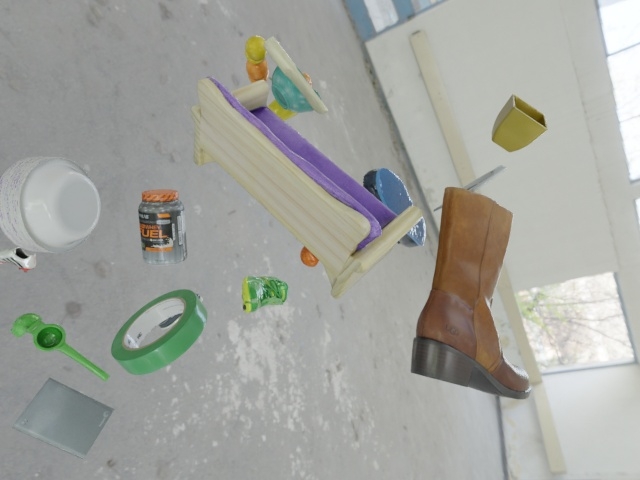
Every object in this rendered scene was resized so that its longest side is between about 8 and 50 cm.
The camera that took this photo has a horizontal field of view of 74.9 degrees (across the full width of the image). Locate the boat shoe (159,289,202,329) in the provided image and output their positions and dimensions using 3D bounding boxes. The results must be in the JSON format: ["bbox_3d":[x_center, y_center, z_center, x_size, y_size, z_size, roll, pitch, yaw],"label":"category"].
[{"bbox_3d":[-0.625,0.301,1.816,0.079,0.254,0.095,46,25,-25],"label":"boat shoe"}]

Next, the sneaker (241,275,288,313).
[{"bbox_3d":[-0.172,0.160,1.335,0.295,0.123,0.110,-25,113,-80],"label":"sneaker"}]

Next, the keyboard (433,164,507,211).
[{"bbox_3d":[0.283,-0.094,0.821,0.014,0.072,0.256,49,-2,3],"label":"keyboard"}]

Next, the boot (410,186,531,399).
[{"bbox_3d":[0.255,0.087,0.651,0.264,0.096,0.281,22,74,-25],"label":"boot"}]

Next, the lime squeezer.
[{"bbox_3d":[-0.577,0.212,0.871,0.059,0.310,0.110,-42,141,-54],"label":"lime squeezer"}]

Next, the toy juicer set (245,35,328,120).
[{"bbox_3d":[-0.080,-0.384,0.958,0.209,0.089,0.329,56,-12,-22],"label":"toy juicer set"}]

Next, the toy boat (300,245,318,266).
[{"bbox_3d":[0.000,0.000,1.008,0.231,0.151,0.151,35,26,20],"label":"toy boat"}]

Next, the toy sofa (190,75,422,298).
[{"bbox_3d":[-0.028,-0.106,0.641,0.362,0.177,0.150,43,54,15],"label":"toy sofa"}]

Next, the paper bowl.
[{"bbox_3d":[-0.777,-0.104,1.239,0.284,0.148,0.284,3,90,-79],"label":"paper bowl"}]

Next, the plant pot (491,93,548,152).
[{"bbox_3d":[0.396,-0.230,0.850,0.081,0.083,0.081,32,41,-3],"label":"plant pot"}]

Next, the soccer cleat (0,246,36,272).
[{"bbox_3d":[-0.507,0.023,0.682,0.083,0.036,0.029,21,18,-7],"label":"soccer cleat"}]

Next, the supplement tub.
[{"bbox_3d":[-0.422,-0.037,1.118,0.117,0.117,0.191,-35,128,-65],"label":"supplement tub"}]

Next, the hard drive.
[{"bbox_3d":[-0.475,0.332,0.779,0.135,0.022,0.094,35,50,-16],"label":"hard drive"}]

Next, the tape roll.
[{"bbox_3d":[-0.545,0.303,1.421,0.321,0.321,0.077,-73,143,-52],"label":"tape roll"}]

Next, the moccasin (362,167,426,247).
[{"bbox_3d":[0.173,-0.059,1.077,0.342,0.116,0.138,46,51,-49],"label":"moccasin"}]
